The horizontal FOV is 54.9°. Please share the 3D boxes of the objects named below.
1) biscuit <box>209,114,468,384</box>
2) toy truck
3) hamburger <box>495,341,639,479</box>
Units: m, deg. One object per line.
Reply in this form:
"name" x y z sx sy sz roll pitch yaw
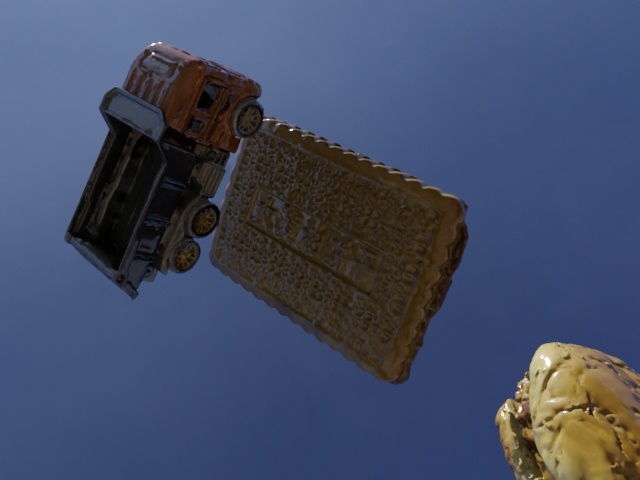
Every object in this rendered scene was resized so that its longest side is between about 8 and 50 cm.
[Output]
"biscuit" 0.000 0.000 0.559 0.029 0.254 0.172 -1 -66 -53
"toy truck" -0.126 -0.055 0.484 0.083 0.092 0.192 31 -81 33
"hamburger" 0.301 0.222 0.583 0.260 0.283 0.144 12 -64 -38
